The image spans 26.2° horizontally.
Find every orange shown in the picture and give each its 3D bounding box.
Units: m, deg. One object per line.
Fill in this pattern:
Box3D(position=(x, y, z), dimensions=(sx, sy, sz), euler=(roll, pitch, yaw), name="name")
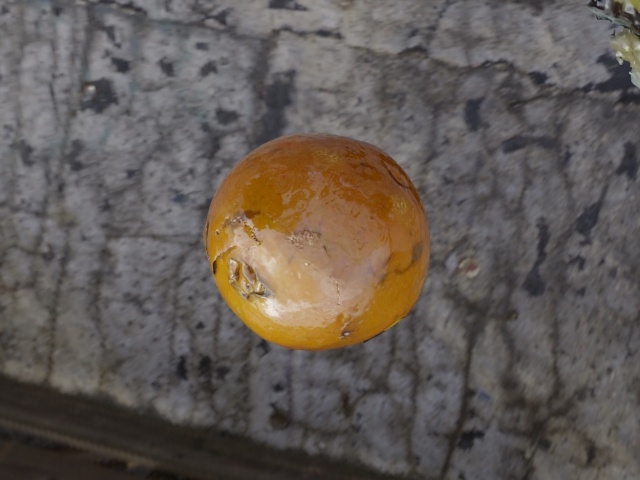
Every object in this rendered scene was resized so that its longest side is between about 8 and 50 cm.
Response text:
Box3D(position=(0.000, -0.001, 0.498), dimensions=(0.084, 0.083, 0.083), euler=(4, 102, 18), name="orange")

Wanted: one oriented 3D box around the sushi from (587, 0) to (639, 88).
Box3D(position=(0.271, -0.188, 0.997), dimensions=(0.131, 0.291, 0.139), euler=(22, 70, 47), name="sushi")
